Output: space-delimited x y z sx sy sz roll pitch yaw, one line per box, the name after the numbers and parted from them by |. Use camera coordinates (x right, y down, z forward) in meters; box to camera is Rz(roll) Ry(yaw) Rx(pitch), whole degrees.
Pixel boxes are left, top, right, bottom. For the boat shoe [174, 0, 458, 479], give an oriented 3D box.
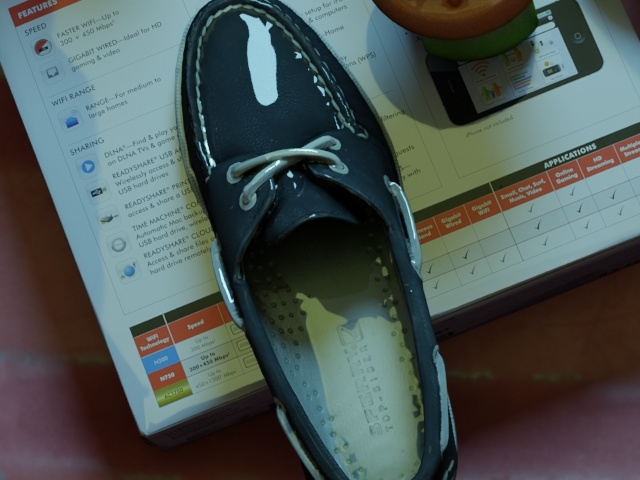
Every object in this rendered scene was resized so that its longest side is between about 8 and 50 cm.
0.000 0.000 0.995 0.114 0.091 0.302 -23 78 -1 | boat shoe

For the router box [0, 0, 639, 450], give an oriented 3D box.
0.007 -0.083 1.101 0.335 0.082 0.301 -21 78 0 | router box

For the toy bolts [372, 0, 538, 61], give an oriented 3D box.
0.103 -0.229 0.980 0.218 0.158 0.228 -18 84 7 | toy bolts
